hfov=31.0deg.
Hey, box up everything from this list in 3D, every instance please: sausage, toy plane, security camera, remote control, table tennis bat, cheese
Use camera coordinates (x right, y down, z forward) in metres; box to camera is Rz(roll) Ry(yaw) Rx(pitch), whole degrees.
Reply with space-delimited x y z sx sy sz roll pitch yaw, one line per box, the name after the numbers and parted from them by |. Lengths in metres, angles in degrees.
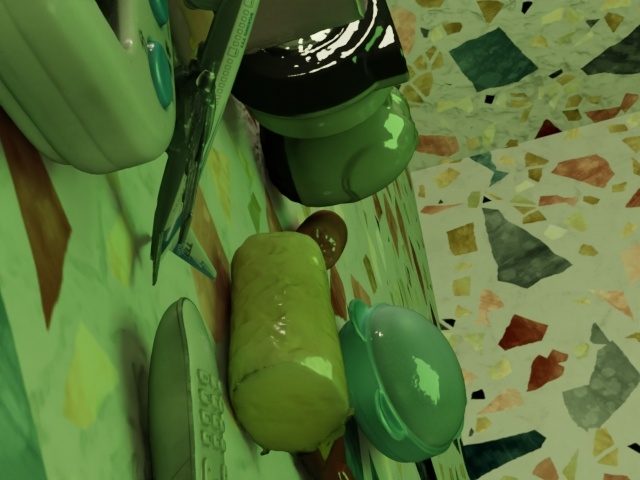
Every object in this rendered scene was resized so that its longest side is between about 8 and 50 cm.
0.000 0.000 1.393 0.154 0.062 0.062 -56 131 -79 | sausage
-0.081 -0.079 0.762 0.226 0.058 0.226 -107 -154 -66 | toy plane
0.007 -0.152 1.289 0.277 0.191 0.197 68 6 -54 | security camera
-0.083 0.147 0.707 0.073 0.044 0.229 66 20 -73 | remote control
-0.003 0.186 1.173 0.200 0.038 0.310 -38 110 -80 | table tennis bat
-0.027 0.083 0.980 0.167 0.094 0.123 -95 165 -50 | cheese

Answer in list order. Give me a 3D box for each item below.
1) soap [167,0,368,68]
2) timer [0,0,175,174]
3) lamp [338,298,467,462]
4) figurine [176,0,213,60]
-0.081 -0.294 0.996 0.081 0.181 0.259 -79 152 -71 | soap
-0.154 -0.179 0.643 0.237 0.087 0.262 63 15 -57 | timer
0.115 0.191 1.521 0.284 0.147 0.209 59 17 -64 | lamp
-0.113 -0.252 0.851 0.175 0.116 0.240 -92 -177 -56 | figurine
